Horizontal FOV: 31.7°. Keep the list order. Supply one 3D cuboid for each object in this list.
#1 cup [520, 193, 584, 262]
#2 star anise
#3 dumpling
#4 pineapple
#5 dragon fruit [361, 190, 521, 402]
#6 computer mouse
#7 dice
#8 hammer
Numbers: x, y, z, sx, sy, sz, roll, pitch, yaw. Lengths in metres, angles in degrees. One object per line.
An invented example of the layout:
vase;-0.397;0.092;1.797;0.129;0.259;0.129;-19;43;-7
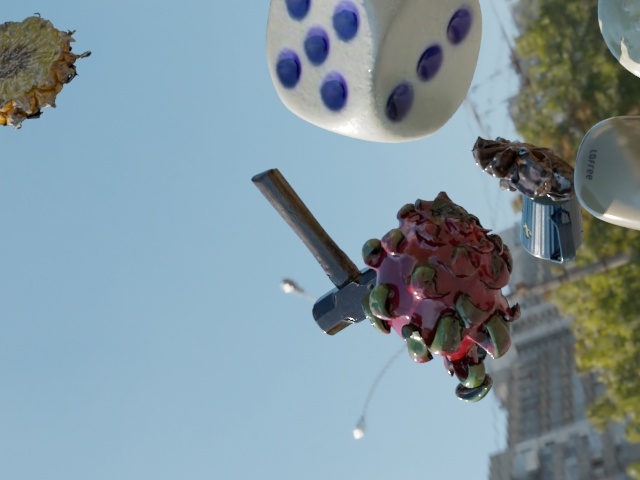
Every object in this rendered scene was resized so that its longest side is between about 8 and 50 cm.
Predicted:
cup;0.472;-0.045;2.271;0.155;0.131;0.177;75;179;-46
star anise;0.366;-0.126;2.020;0.220;0.214;0.099;-10;-56;-60
dumpling;0.619;-0.369;1.908;0.316;0.233;0.395;60;173;13
pineapple;-0.445;-0.252;1.648;0.047;0.221;0.221;62;-162;-54
dragon fruit;0.176;0.073;1.479;0.272;0.198;0.218;39;-156;-28
computer mouse;0.430;-0.079;1.382;0.082;0.236;0.145;8;-86;-68
dice;0.094;-0.369;2.063;0.276;0.304;0.304;-13;-57;-36
hammer;0.000;0.000;2.504;0.409;0.242;0.095;53;-147;-2
